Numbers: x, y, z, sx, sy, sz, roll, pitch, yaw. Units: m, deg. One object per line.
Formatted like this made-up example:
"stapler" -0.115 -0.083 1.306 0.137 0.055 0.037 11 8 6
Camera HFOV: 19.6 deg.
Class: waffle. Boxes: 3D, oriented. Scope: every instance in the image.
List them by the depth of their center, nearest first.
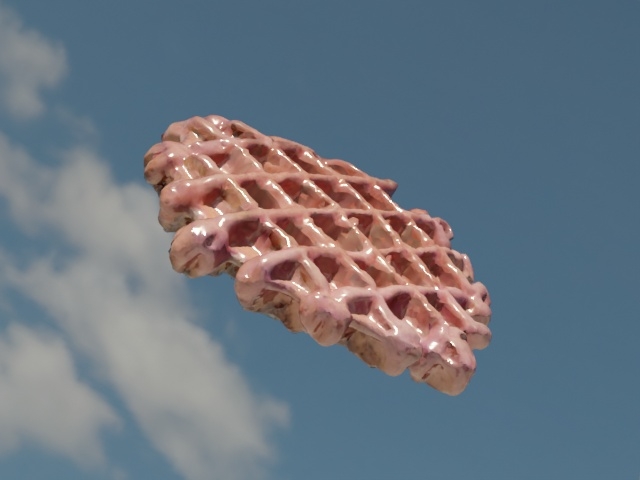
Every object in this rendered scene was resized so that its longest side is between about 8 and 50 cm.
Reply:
"waffle" 0.000 0.000 1.118 0.234 0.221 0.055 25 -67 -10
